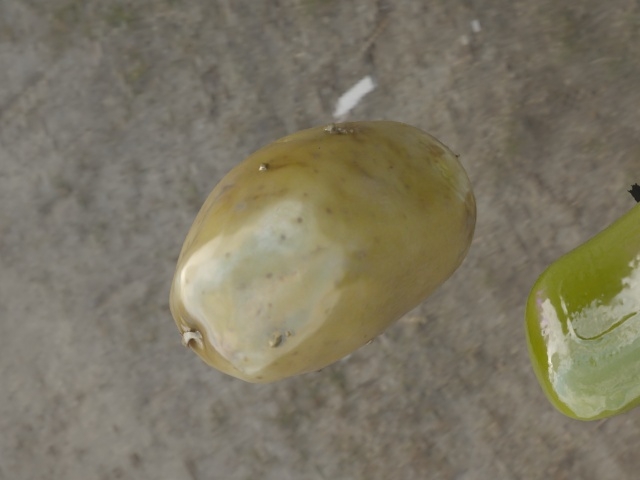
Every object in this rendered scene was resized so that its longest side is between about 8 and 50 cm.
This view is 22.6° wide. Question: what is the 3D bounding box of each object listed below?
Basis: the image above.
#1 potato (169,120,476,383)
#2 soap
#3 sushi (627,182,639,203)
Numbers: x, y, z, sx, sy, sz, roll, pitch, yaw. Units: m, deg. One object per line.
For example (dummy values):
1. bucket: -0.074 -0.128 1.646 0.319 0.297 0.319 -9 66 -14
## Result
1. potato: 0.000 0.000 0.807 0.118 0.178 0.109 -10 109 56
2. soap: 0.144 0.018 0.675 0.045 0.089 0.140 31 122 -30
3. sushi: 0.455 0.048 1.288 0.100 0.296 0.373 -43 76 39
